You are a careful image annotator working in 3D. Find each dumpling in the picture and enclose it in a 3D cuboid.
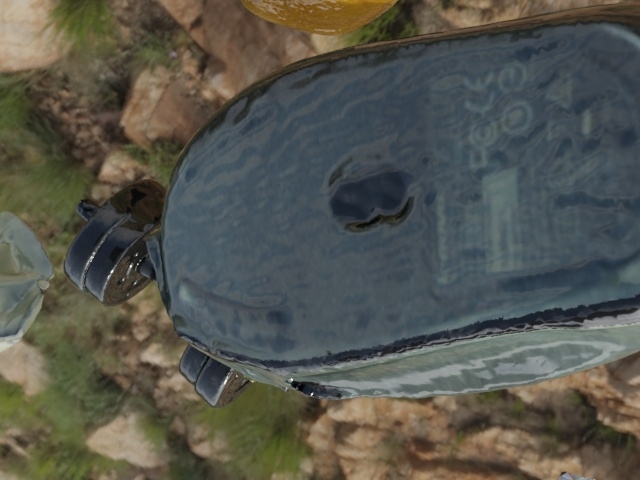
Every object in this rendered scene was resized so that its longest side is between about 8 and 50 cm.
[{"bbox_3d":[-0.353,0.040,0.932,0.181,0.155,0.111,17,159,2],"label":"dumpling"}]

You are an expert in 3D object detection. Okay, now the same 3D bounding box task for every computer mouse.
[{"bbox_3d":[0.058,-0.014,0.503,0.374,0.114,0.203,-6,81,41],"label":"computer mouse"}]

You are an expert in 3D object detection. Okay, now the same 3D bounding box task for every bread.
[{"bbox_3d":[0.013,-0.327,1.088,0.174,0.121,0.245,4,174,-26],"label":"bread"}]

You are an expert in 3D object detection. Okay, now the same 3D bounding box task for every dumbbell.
[{"bbox_3d":[-0.183,0.069,1.241,0.388,0.185,0.185,39,137,11],"label":"dumbbell"}]

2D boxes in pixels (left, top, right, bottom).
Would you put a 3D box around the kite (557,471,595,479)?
[{"bbox_3d":[0.276,0.428,1.239,0.285,0.015,0.152,-48,123,4],"label":"kite"}]
